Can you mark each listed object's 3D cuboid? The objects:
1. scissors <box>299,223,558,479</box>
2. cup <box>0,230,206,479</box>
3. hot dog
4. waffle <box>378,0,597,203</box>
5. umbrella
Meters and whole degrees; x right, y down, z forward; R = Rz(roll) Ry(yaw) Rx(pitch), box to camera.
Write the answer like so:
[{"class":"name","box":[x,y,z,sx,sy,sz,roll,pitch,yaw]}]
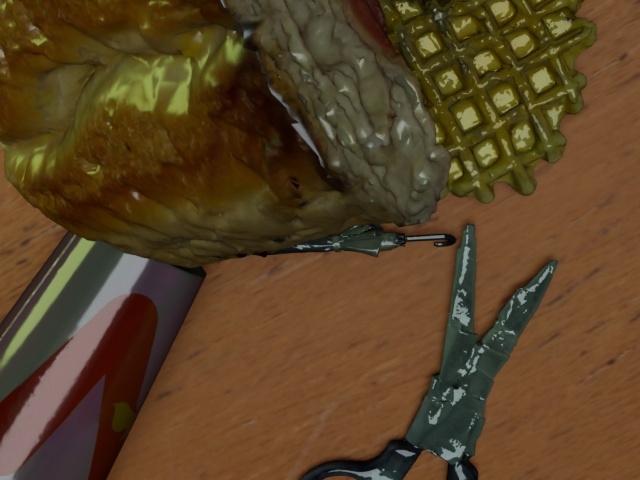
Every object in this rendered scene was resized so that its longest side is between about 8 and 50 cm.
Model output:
[{"class":"scissors","box":[0.129,0.173,1.128,0.256,0.029,0.383,16,103,0]},{"class":"cup","box":[-0.240,0.121,1.066,0.203,0.203,0.288,31,94,-3]},{"class":"hot dog","box":[-0.123,-0.137,0.860,0.365,0.196,0.367,-21,102,44]},{"class":"waffle","box":[0.122,-0.161,1.052,0.261,0.056,0.250,18,102,-3]},{"class":"umbrella","box":[0.000,-0.002,1.096,0.269,0.044,0.044,-2,71,2]}]
